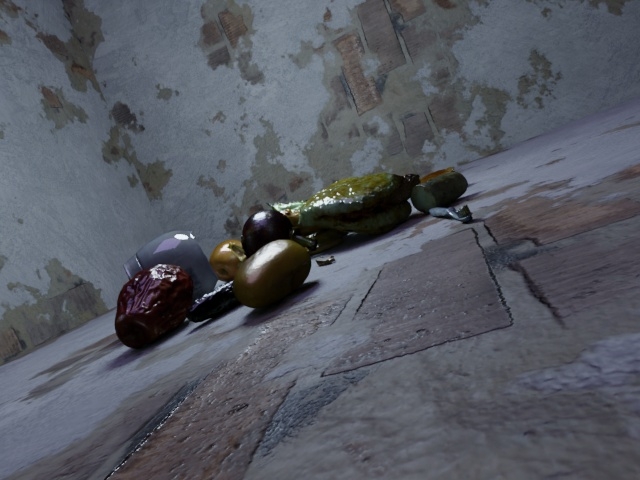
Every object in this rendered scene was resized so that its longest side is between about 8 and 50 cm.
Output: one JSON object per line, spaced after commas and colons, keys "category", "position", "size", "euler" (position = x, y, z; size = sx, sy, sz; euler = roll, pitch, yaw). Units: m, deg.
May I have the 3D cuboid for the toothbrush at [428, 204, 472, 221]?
{"category": "toothbrush", "position": [0.358, -0.080, 1.303], "size": [0.035, 0.042, 0.413], "euler": [-22, 3, 3]}

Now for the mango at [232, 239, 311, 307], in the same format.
{"category": "mango", "position": [-0.119, 0.084, 1.128], "size": [0.167, 0.130, 0.262], "euler": [-13, 16, 32]}

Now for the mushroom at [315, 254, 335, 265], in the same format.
{"category": "mushroom", "position": [0.014, 0.060, 1.386], "size": [0.049, 0.019, 0.101], "euler": [-25, 8, -20]}

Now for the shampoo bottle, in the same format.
{"category": "shampoo bottle", "position": [-0.522, 0.117, 1.615], "size": [0.266, 0.273, 0.273], "euler": [-30, 7, -16]}

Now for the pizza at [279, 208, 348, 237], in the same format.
{"category": "pizza", "position": [-0.084, -0.051, 1.902], "size": [0.408, 0.114, 0.278], "euler": [2, -19, 5]}

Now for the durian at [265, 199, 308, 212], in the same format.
{"category": "durian", "position": [-0.077, -0.127, 2.031], "size": [0.375, 0.132, 0.106], "euler": [3, -23, 25]}

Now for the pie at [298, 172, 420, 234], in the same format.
{"category": "pie", "position": [0.111, -0.129, 1.671], "size": [0.418, 0.181, 0.395], "euler": [4, 25, 44]}

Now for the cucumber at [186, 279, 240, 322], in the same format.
{"category": "cucumber", "position": [-0.240, 0.145, 1.280], "size": [0.303, 0.072, 0.081], "euler": [-27, 7, -35]}

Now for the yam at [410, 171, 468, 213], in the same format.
{"category": "yam", "position": [0.410, -0.168, 1.579], "size": [0.194, 0.107, 0.107], "euler": [-25, 6, -33]}

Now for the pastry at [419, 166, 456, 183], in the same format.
{"category": "pastry", "position": [0.473, -0.228, 1.947], "size": [0.218, 0.100, 0.229], "euler": [-26, 10, 1]}

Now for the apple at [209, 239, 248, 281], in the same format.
{"category": "apple", "position": [-0.374, 0.087, 1.910], "size": [0.199, 0.199, 0.199], "euler": [-22, 5, 2]}

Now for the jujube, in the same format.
{"category": "jujube", "position": [-0.463, 0.178, 1.301], "size": [0.197, 0.197, 0.290], "euler": [-21, 20, 15]}

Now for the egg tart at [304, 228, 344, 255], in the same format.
{"category": "egg tart", "position": [0.000, 0.000, 1.762], "size": [0.191, 0.074, 0.191], "euler": [-24, 4, 2]}

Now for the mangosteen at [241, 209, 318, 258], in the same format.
{"category": "mangosteen", "position": [-0.148, 0.000, 1.687], "size": [0.289, 0.231, 0.231], "euler": [1, 9, 7]}
